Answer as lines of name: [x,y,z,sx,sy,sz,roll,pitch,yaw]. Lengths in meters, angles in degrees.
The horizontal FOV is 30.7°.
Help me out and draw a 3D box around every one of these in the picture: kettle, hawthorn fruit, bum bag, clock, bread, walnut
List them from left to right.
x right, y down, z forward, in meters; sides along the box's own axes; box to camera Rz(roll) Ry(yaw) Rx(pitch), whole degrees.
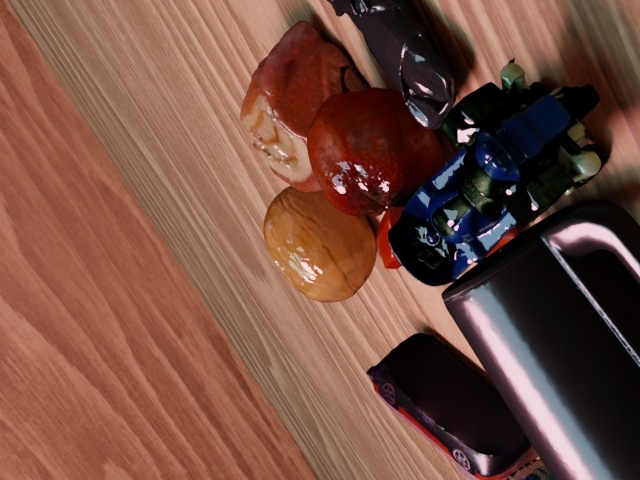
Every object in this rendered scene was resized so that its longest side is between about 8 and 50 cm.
bread: [-0.021,-0.165,1.578,0.190,0.123,0.244,51,166,3]
walnut: [0.000,0.000,1.812,0.197,0.165,0.165,48,164,15]
hawthorn fruit: [0.058,-0.125,1.408,0.157,0.157,0.194,101,150,-69]
bum bag: [0.069,-0.235,1.281,0.248,0.060,0.123,50,165,13]
clock: [0.151,0.000,1.397,0.113,0.155,0.061,106,164,-76]
kettle: [0.283,0.132,1.198,0.308,0.203,0.262,55,178,1]

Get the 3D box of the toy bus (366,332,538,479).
toy bus: [0.216,0.272,1.845,0.303,0.127,0.147,38,164,38]

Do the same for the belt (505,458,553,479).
belt: [0.371,0.454,1.643,0.295,0.207,0.160,58,166,-22]

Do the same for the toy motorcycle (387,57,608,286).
toy motorcycle: [0.167,-0.052,1.148,0.125,0.196,0.331,51,166,9]
